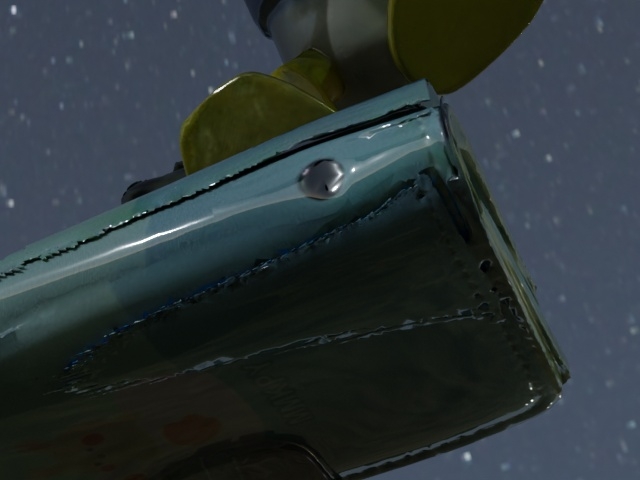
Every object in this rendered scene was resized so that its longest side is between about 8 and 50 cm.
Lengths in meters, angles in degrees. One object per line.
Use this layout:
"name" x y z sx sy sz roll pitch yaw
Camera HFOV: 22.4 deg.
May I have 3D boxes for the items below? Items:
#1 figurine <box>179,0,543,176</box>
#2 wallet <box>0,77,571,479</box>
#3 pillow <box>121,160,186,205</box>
"figurine" -0.034 -0.180 0.881 0.204 0.338 0.283 -31 -74 2
"wallet" -0.048 0.046 0.576 0.250 0.075 0.176 -21 -33 10
"pillow" 0.001 0.000 0.981 0.241 0.093 0.051 22 -41 -2
